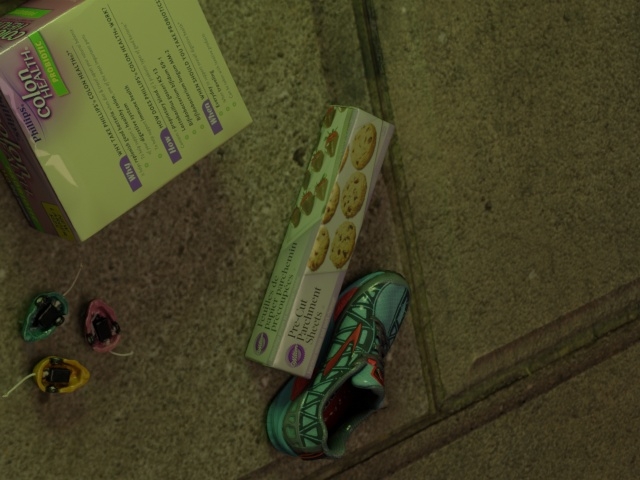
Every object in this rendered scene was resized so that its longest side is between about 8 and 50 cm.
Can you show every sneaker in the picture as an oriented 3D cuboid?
[{"bbox_3d":[0.050,0.158,1.879,0.104,0.125,0.261,40,74,-35],"label":"sneaker"}]

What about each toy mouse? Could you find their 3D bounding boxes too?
[{"bbox_3d":[-0.272,0.092,1.686,0.161,0.031,0.143,-1,99,-37],"label":"toy mouse"}]

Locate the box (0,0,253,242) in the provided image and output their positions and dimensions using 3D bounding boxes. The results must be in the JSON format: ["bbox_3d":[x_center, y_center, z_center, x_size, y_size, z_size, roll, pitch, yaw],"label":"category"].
[{"bbox_3d":[-0.228,-0.156,1.621,0.243,0.117,0.213,-38,119,-26],"label":"box"}]

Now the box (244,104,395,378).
[{"bbox_3d":[0.000,0.000,1.852,0.067,0.063,0.324,22,85,-36],"label":"box"}]
